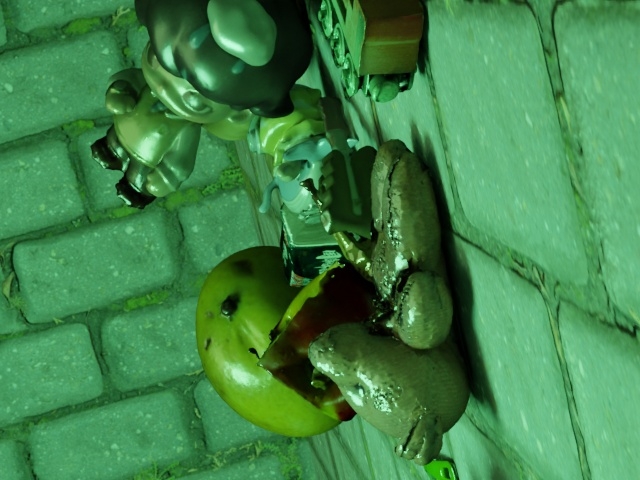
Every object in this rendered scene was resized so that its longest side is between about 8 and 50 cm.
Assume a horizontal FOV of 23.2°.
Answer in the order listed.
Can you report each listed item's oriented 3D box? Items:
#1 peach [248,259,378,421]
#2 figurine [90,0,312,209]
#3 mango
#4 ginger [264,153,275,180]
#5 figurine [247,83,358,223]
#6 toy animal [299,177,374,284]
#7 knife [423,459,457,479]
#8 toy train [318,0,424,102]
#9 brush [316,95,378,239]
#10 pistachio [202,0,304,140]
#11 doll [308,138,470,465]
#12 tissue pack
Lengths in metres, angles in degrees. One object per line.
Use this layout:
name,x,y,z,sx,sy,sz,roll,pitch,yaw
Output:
peach,0.030,0.117,1.860,0.154,0.159,0.267,44,-176,0
figurine,-0.176,-0.198,1.908,0.206,0.365,0.218,12,-136,-51
mango,-0.048,0.148,2.340,0.301,0.220,0.445,56,-172,7
ginger,-0.051,-0.130,2.358,0.213,0.074,0.137,-117,22,-44
figurine,-0.022,-0.112,1.962,0.208,0.128,0.184,155,103,-75
toy animal,0.057,0.017,1.770,0.275,0.054,0.149,57,-178,40
knife,0.139,0.273,1.872,0.166,0.022,0.078,-169,60,-84
toy train,0.045,-0.208,1.416,0.118,0.074,0.176,96,165,-45
brush,0.028,-0.095,1.767,0.301,0.084,0.071,-100,20,-57
pistachio,-0.110,-0.275,2.058,0.162,0.181,0.293,-111,17,-68
doll,0.058,0.058,1.535,0.201,0.156,0.303,-105,6,-75
tissue pack,0.000,0.000,2.098,0.170,0.103,0.090,93,167,-68
